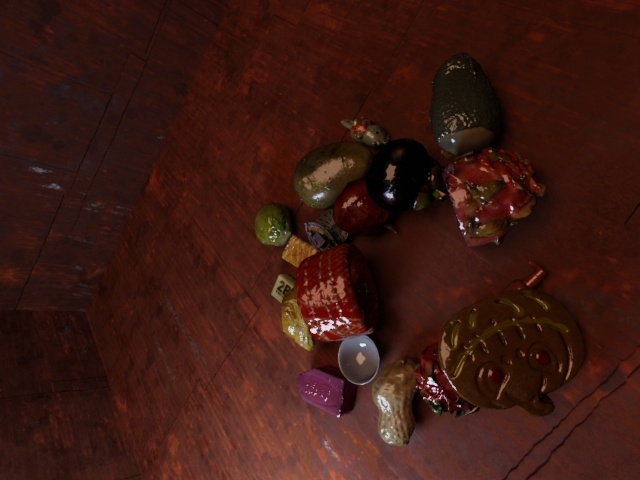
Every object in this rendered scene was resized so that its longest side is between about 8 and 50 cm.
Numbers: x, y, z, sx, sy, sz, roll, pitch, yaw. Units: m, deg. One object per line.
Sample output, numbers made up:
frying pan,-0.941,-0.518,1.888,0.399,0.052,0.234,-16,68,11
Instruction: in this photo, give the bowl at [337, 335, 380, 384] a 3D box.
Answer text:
bowl,0.165,0.450,1.562,0.189,0.086,0.188,-11,73,38

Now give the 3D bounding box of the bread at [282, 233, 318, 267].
bread,-0.082,0.061,1.861,0.188,0.068,0.125,29,100,40

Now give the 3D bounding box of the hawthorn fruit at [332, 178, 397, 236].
hawthorn fruit,0.191,-0.112,1.589,0.266,0.210,0.230,30,123,7

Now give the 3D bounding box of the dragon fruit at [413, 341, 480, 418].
dragon fruit,0.427,0.405,1.282,0.234,0.234,0.293,34,83,39

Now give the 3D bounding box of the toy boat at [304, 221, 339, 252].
toy boat,0.000,0.000,1.701,0.100,0.097,0.223,-52,60,19

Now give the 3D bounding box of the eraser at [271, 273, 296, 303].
eraser,-0.143,0.242,1.884,0.172,0.058,0.117,33,103,39

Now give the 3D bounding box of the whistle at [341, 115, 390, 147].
whistle,0.187,-0.460,1.717,0.253,0.102,0.105,37,114,34

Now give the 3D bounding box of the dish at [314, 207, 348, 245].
dish,0.061,-0.044,1.762,0.191,0.066,0.190,-4,83,37

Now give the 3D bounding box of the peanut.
peanut,0.256,0.555,1.424,0.159,0.143,0.291,5,84,17

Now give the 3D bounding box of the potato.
potato,0.058,-0.294,1.722,0.359,0.219,0.269,-27,59,23

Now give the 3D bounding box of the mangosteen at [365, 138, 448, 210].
mangosteen,0.304,-0.213,1.445,0.233,0.288,0.287,-45,56,34

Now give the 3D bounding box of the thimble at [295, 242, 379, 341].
thimble,0.070,0.199,1.529,0.231,0.350,0.349,-19,69,23

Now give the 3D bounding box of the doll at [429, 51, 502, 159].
doll,0.479,-0.452,1.393,0.247,0.247,0.349,-14,76,38

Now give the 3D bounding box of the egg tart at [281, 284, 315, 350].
egg tart,-0.094,0.299,1.680,0.128,0.319,0.318,-4,75,-2

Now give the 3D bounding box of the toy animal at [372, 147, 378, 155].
toy animal,0.279,-0.305,1.623,0.188,0.089,0.179,24,110,30

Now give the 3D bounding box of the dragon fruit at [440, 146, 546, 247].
dragon fruit,0.538,-0.138,1.248,0.263,0.314,0.296,-17,78,20

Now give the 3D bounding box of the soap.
soap,0.020,0.595,1.652,0.250,0.099,0.162,6,92,41

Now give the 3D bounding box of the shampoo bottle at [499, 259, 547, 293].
shampoo bottle,0.595,0.177,1.257,0.244,0.085,0.085,-54,53,17

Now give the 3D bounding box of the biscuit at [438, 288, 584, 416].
biscuit,0.542,0.321,1.144,0.395,0.070,0.350,-28,78,-2

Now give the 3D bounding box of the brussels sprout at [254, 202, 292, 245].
brussels sprout,-0.234,-0.079,1.958,0.223,0.161,0.223,-17,63,38
